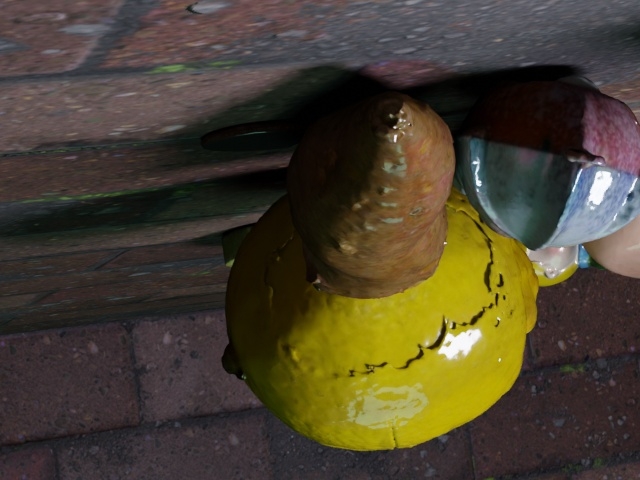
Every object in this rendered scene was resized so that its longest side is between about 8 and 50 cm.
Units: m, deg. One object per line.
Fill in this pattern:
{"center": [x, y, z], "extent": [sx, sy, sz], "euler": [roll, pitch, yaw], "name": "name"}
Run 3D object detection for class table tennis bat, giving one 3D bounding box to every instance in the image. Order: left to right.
{"center": [-0.021, -0.082, 1.220], "extent": [0.156, 0.013, 0.087], "euler": [-4, 172, -32], "name": "table tennis bat"}

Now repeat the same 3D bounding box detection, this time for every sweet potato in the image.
{"center": [0.035, -0.047, 1.139], "extent": [0.131, 0.131, 0.336], "euler": [-8, 162, 1], "name": "sweet potato"}

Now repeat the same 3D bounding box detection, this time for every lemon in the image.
{"center": [0.055, 0.065, 1.472], "extent": [0.297, 0.297, 0.297], "euler": [-8, 175, -1], "name": "lemon"}

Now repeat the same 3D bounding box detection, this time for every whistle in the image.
{"center": [0.164, -0.063, 1.208], "extent": [0.142, 0.133, 0.346], "euler": [-11, -176, -6], "name": "whistle"}

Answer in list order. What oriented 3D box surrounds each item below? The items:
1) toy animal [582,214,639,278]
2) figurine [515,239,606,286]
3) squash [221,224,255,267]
{"center": [0.362, -0.036, 1.535], "extent": [0.250, 0.154, 0.166], "euler": [-7, 156, -42], "name": "toy animal"}
{"center": [0.342, -0.002, 2.097], "extent": [0.234, 0.127, 0.185], "euler": [3, 174, 12], "name": "figurine"}
{"center": [0.000, 0.000, 1.937], "extent": [0.252, 0.048, 0.252], "euler": [-7, 174, -1], "name": "squash"}
